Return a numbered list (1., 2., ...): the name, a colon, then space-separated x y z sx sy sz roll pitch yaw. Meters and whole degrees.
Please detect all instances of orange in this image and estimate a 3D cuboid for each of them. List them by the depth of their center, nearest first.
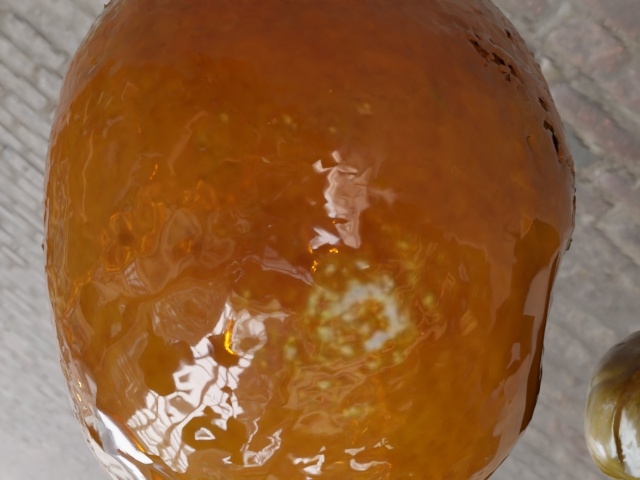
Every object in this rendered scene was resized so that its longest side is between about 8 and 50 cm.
1. orange: 0.000 0.000 0.743 0.326 0.424 0.424 -5 146 3

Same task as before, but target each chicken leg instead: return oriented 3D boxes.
1. chicken leg: 0.437 0.192 1.112 0.409 0.295 0.182 48 -171 -42
